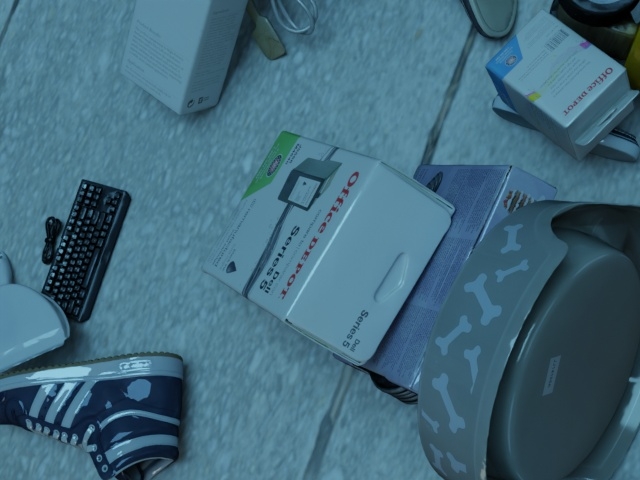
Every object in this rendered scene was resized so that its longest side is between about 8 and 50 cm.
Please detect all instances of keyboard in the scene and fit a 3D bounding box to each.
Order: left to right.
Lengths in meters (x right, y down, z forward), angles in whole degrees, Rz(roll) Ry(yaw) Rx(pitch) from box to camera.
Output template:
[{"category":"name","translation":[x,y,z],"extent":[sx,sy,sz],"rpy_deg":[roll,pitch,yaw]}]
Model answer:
[{"category":"keyboard","translation":[-0.324,0.009,1.666],"extent":[0.108,0.023,0.180],"rpy_deg":[15,80,23]}]

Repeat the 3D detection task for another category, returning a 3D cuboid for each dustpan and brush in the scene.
[{"category":"dustpan and brush","translation":[-0.403,0.086,1.635],"extent":[0.147,0.060,0.211],"rpy_deg":[-24,58,1]}]

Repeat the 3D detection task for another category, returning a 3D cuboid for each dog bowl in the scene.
[{"category":"dog bowl","translation":[0.226,0.118,1.268],"extent":[0.102,0.349,0.348],"rpy_deg":[20,83,37]}]

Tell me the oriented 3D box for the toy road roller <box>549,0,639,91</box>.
[{"category":"toy road roller","translation":[0.404,-0.318,1.397],"extent":[0.241,0.202,0.329],"rpy_deg":[22,85,9]}]

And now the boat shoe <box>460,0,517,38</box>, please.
[{"category":"boat shoe","translation":[0.184,-0.334,1.562],"extent":[0.065,0.075,0.206],"rpy_deg":[-35,64,56]}]

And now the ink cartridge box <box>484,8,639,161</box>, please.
[{"category":"ink cartridge box","translation":[0.268,-0.163,1.386],"extent":[0.092,0.090,0.143],"rpy_deg":[-44,61,-1]}]

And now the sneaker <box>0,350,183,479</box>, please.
[{"category":"sneaker","translation":[-0.299,0.232,1.554],"extent":[0.282,0.099,0.153],"rpy_deg":[-11,71,14]}]

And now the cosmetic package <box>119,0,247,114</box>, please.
[{"category":"cosmetic package","translation":[-0.164,-0.286,1.588],"extent":[0.117,0.085,0.231],"rpy_deg":[36,125,21]}]

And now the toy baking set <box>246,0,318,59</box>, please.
[{"category":"toy baking set","translation":[-0.066,-0.357,1.575],"extent":[0.197,0.030,0.256],"rpy_deg":[36,124,10]}]

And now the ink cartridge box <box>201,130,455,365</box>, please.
[{"category":"ink cartridge box","translation":[0.000,0.000,1.420],"extent":[0.198,0.115,0.273],"rpy_deg":[-60,26,-3]}]

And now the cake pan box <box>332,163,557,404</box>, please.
[{"category":"cake pan box","translation":[0.124,0.044,1.382],"extent":[0.070,0.246,0.266],"rpy_deg":[27,83,-16]}]

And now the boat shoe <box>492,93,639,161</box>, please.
[{"category":"boat shoe","translation":[0.292,-0.157,1.458],"extent":[0.183,0.065,0.083],"rpy_deg":[25,87,25]}]
